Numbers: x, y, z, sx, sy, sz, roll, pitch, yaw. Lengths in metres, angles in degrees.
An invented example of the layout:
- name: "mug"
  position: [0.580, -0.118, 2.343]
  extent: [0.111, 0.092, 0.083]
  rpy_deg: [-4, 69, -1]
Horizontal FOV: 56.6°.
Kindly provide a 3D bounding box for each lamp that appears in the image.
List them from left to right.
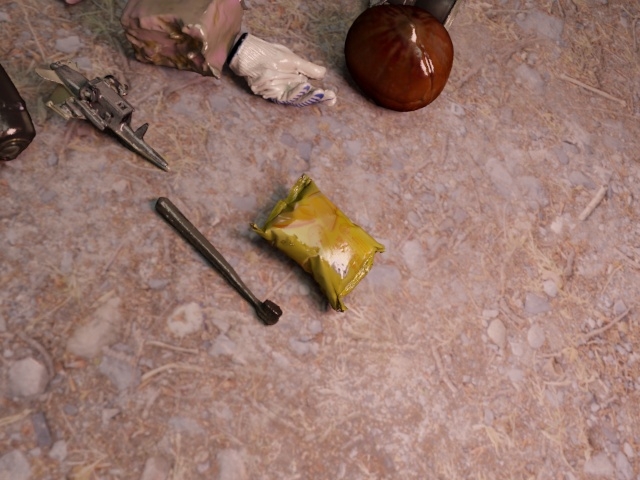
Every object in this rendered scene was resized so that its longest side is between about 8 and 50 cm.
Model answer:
- name: "lamp"
  position: [0.196, -0.553, 1.363]
  extent: [0.227, 0.147, 0.172]
  rpy_deg: [30, 83, 6]

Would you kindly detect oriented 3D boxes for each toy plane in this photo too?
- name: "toy plane"
  position: [-0.357, -0.220, 1.031]
  extent: [0.262, 0.088, 0.192]
  rpy_deg: [34, 32, -6]

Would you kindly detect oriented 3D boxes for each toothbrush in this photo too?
- name: "toothbrush"
  position: [-0.175, 0.030, 1.010]
  extent: [0.297, 0.030, 0.030]
  rpy_deg: [44, 34, 6]

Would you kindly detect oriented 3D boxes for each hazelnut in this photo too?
- name: "hazelnut"
  position: [0.160, -0.382, 1.215]
  extent: [0.229, 0.229, 0.229]
  rpy_deg: [8, 64, -16]

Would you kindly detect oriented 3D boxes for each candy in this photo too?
- name: "candy"
  position: [-0.246, -0.414, 1.109]
  extent: [0.185, 0.137, 0.195]
  rpy_deg: [13, 61, 9]

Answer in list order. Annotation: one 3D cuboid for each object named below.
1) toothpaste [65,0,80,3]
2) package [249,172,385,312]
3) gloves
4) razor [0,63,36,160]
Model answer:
- name: "toothpaste"
  position: [-0.558, -0.595, 1.121]
  extent: [0.100, 0.066, 0.323]
  rpy_deg: [-39, 92, -13]
- name: "package"
  position: [0.000, 0.000, 1.048]
  extent: [0.226, 0.090, 0.168]
  rpy_deg: [40, 62, -1]
- name: "gloves"
  position: [-0.071, -0.325, 1.173]
  extent: [0.229, 0.097, 0.119]
  rpy_deg: [26, 76, -6]
- name: "razor"
  position: [-0.611, -0.260, 0.948]
  extent: [0.189, 0.107, 0.327]
  rpy_deg: [-30, 78, -29]
